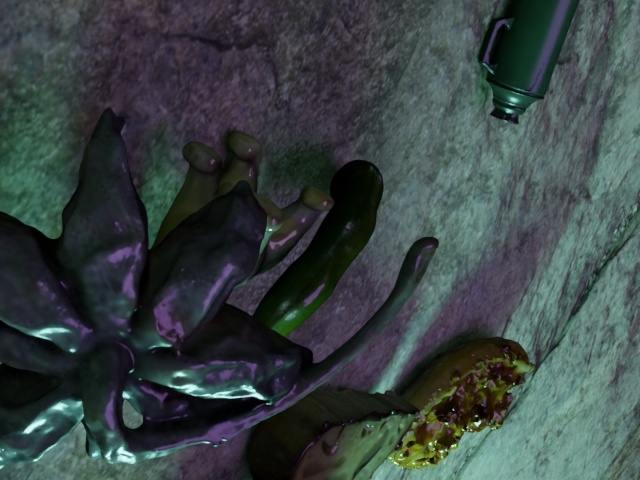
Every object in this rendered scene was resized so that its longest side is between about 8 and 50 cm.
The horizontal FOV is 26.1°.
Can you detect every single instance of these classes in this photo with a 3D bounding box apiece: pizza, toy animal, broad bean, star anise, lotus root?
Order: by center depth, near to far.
[{"bbox_3d":[-0.130,0.052,0.966,0.359,0.139,0.316,-45,119,9],"label":"star anise"},{"bbox_3d":[-0.096,0.002,1.137,0.233,0.121,0.168,-33,156,-57],"label":"toy animal"},{"bbox_3d":[0.000,0.000,1.243,0.144,0.049,0.292,-32,-163,45],"label":"broad bean"},{"bbox_3d":[0.009,0.240,1.531,0.170,0.074,0.261,-64,152,2],"label":"lotus root"},{"bbox_3d":[0.177,0.211,1.765,0.305,0.086,0.161,-30,138,-43],"label":"pizza"}]

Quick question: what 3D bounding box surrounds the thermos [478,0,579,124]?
[{"bbox_3d":[0.232,-0.220,1.521,0.083,0.073,0.187,-7,119,-58],"label":"thermos"}]
